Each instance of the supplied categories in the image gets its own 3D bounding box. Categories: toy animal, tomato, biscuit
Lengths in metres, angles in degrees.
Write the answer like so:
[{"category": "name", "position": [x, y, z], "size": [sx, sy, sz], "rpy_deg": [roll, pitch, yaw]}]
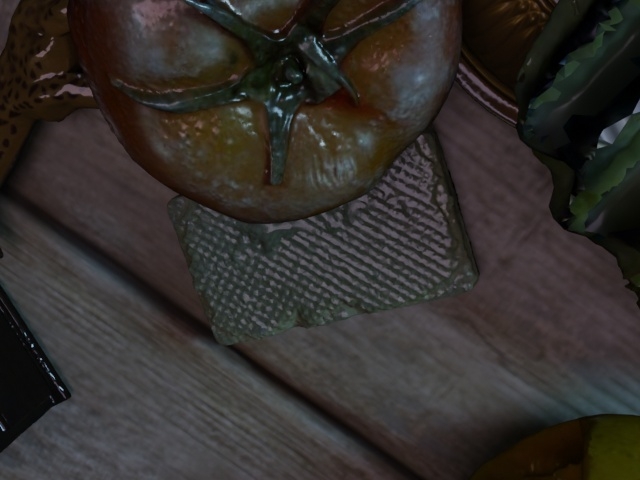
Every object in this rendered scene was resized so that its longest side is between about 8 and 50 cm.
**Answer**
[{"category": "toy animal", "position": [-0.191, -0.096, 0.606], "size": [0.275, 0.054, 0.149], "rpy_deg": [-27, 102, 17]}, {"category": "tomato", "position": [-0.025, -0.090, 0.492], "size": [0.213, 0.181, 0.155], "rpy_deg": [-12, 115, -7]}, {"category": "biscuit", "position": [0.000, 0.000, 0.597], "size": [0.199, 0.040, 0.121], "rpy_deg": [-14, 101, 18]}]

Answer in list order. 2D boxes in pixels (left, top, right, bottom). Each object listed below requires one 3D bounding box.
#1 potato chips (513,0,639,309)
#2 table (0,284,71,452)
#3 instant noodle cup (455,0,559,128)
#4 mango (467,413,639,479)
[{"category": "potato chips", "position": [0.315, -0.099, 0.421], "size": [0.358, 0.070, 0.429], "rpy_deg": [28, 116, -22]}, {"category": "table", "position": [-0.377, 0.104, 0.589], "size": [0.196, 0.282, 0.251], "rpy_deg": [-26, 99, 20]}, {"category": "instant noodle cup", "position": [0.177, -0.176, 0.473], "size": [0.273, 0.091, 0.274], "rpy_deg": [4, 107, 12]}, {"category": "mango", "position": [0.249, 0.239, 0.548], "size": [0.364, 0.182, 0.253], "rpy_deg": [0, 104, 2]}]
